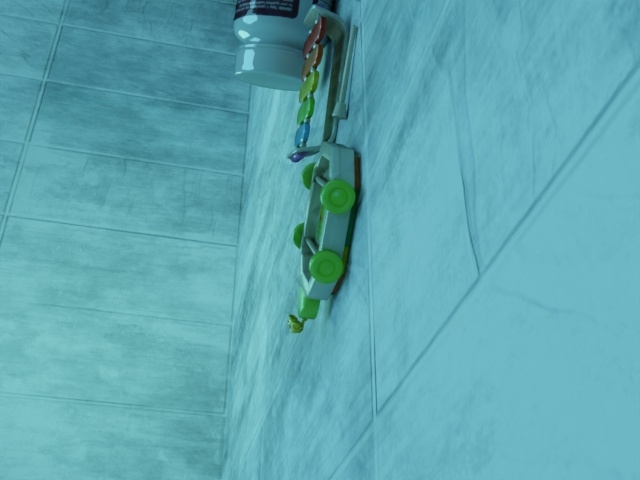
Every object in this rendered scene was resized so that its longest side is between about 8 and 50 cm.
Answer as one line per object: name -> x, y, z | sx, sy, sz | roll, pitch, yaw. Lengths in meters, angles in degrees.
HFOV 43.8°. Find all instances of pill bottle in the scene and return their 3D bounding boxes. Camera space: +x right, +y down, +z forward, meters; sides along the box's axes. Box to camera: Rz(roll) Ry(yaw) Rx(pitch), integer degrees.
pill bottle -> -0.080, -0.557, 1.834 | 0.224, 0.224, 0.392 | -175, 94, -80

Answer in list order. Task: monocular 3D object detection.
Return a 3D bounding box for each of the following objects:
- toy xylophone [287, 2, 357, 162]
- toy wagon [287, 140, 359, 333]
toy xylophone -> 0.001, -0.321, 1.610 | 0.236, 0.081, 0.323 | 141, 136, -75
toy wagon -> 0.000, 0.000, 1.421 | 0.267, 0.068, 0.344 | -124, 42, -75
